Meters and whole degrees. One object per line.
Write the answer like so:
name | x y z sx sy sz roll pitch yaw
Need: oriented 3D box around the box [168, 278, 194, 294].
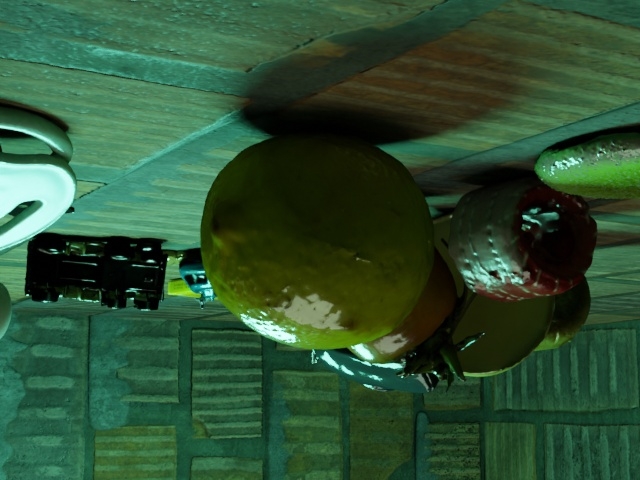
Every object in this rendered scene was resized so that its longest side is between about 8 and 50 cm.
box | -0.227 0.110 2.594 0.152 0.044 0.269 8 169 -43

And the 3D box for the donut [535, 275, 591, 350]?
donut | 0.369 0.101 2.013 0.261 0.209 0.128 -5 164 -19

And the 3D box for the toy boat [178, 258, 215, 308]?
toy boat | -0.220 0.091 2.263 0.134 0.092 0.299 -4 174 -3

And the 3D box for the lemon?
lemon | -0.002 0.000 1.233 0.260 0.261 0.284 -6 147 36

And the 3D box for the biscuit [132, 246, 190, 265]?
biscuit | -0.386 0.036 2.190 0.250 0.035 0.162 1 167 9

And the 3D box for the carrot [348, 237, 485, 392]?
carrot | 0.096 0.067 1.586 0.214 0.331 0.193 -32 -179 -30

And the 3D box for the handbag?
handbag | 0.161 0.186 2.233 0.275 0.302 0.178 -9 123 39

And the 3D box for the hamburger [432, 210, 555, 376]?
hamburger | 0.228 0.087 1.766 0.302 0.261 0.186 1 175 8

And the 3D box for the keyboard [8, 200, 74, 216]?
keyboard | -0.438 -0.073 1.490 0.106 0.027 0.317 -4 171 6

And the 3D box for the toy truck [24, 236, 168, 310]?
toy truck | -0.421 0.056 2.033 0.257 0.127 0.127 4 -175 -20

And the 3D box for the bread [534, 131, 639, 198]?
bread | 0.405 -0.086 1.330 0.301 0.045 0.301 1 171 0

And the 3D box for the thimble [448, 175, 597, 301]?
thimble | 0.273 -0.001 1.481 0.189 0.163 0.125 -1 171 -38

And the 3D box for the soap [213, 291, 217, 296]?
soap | -0.082 0.050 1.986 0.182 0.112 0.289 2 171 -15

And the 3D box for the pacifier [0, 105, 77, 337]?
pacifier | -0.398 -0.008 1.183 0.288 0.269 0.343 -33 159 26
